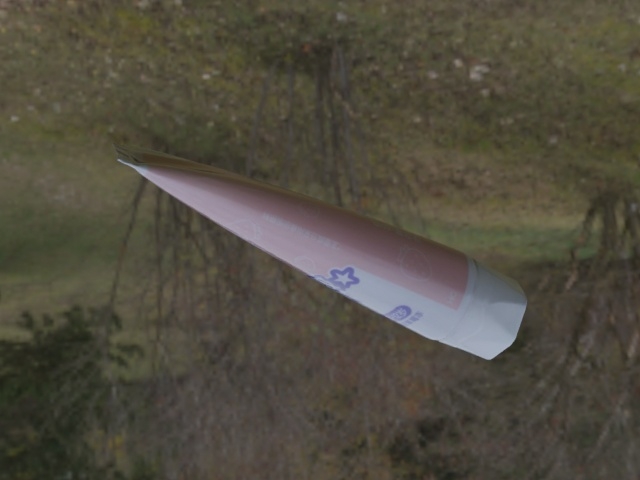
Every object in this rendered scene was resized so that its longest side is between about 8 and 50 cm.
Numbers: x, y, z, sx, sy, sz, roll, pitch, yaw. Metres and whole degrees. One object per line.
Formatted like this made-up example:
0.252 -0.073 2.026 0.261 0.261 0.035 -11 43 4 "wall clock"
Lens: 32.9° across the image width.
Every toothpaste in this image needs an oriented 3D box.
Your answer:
0.000 0.000 0.477 0.194 0.043 0.067 24 -175 -16 "toothpaste"
